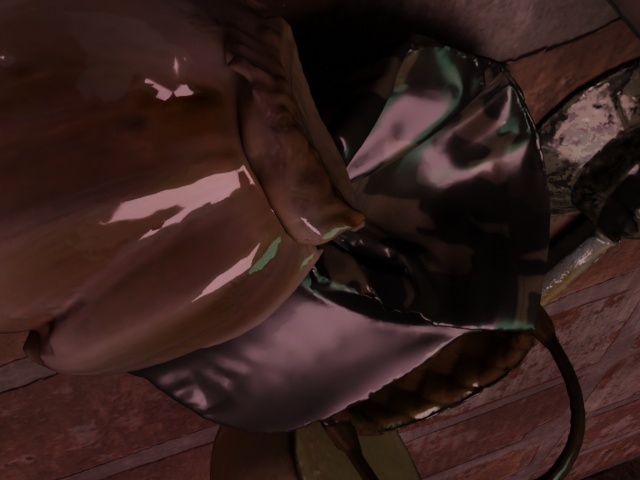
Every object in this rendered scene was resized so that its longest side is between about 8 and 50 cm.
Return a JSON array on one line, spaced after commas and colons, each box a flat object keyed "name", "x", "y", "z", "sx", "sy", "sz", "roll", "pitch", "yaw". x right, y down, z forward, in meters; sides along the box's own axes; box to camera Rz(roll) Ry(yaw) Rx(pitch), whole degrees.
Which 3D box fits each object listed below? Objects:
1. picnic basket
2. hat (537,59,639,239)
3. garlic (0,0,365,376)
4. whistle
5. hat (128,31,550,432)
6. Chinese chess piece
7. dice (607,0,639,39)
[{"name": "picnic basket", "x": 0.141, "y": 0.172, "z": 0.895, "sx": 0.293, "sy": 0.337, "sz": 0.337, "roll": -30, "pitch": 147, "yaw": 7}, {"name": "hat", "x": 0.355, "y": -0.073, "z": 0.868, "sx": 0.265, "sy": 0.128, "sz": 0.266, "roll": -21, "pitch": 149, "yaw": -13}, {"name": "garlic", "x": -0.144, "y": -0.047, "z": 0.462, "sx": 0.325, "sy": 0.279, "sz": 0.132, "roll": -16, "pitch": -169, "yaw": 18}, {"name": "whistle", "x": 0.285, "y": 0.084, "z": 1.102, "sx": 0.068, "sy": 0.057, "sz": 0.326, "roll": 12, "pitch": 133, "yaw": -39}, {"name": "hat", "x": 0.000, "y": 0.000, "z": 0.685, "sx": 0.381, "sy": 0.257, "sz": 0.366, "roll": -15, "pitch": 143, "yaw": 23}, {"name": "Chinese chess piece", "x": 0.010, "y": 0.328, "z": 1.005, "sx": 0.140, "sy": 0.338, "sz": 0.338, "roll": -31, "pitch": 147, "yaw": 22}, {"name": "dice", "x": 0.388, "y": -0.214, "z": 0.555, "sx": 0.304, "sy": 0.277, "sz": 0.304, "roll": -40, "pitch": 146, "yaw": 26}]
